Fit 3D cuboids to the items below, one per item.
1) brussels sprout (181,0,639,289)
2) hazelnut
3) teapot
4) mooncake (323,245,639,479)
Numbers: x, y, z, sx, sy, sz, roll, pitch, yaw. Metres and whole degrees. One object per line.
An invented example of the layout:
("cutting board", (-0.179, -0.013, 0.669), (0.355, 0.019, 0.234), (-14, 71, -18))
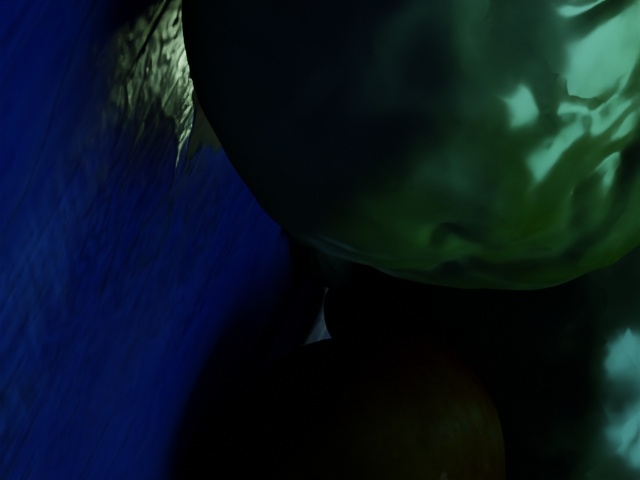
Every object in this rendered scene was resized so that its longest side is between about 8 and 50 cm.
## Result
("brussels sprout", (0.073, -0.112, 0.672), (0.273, 0.243, 0.316), (-59, -175, -11))
("hazelnut", (0.022, 0.175, 1.016), (0.251, 0.217, 0.217), (-56, -176, 44))
("teapot", (0.000, 0.000, 1.082), (0.110, 0.043, 0.042), (57, 52, -71))
("mooncake", (0.142, 0.094, 1.190), (0.356, 0.194, 0.356), (-18, -111, 61))
